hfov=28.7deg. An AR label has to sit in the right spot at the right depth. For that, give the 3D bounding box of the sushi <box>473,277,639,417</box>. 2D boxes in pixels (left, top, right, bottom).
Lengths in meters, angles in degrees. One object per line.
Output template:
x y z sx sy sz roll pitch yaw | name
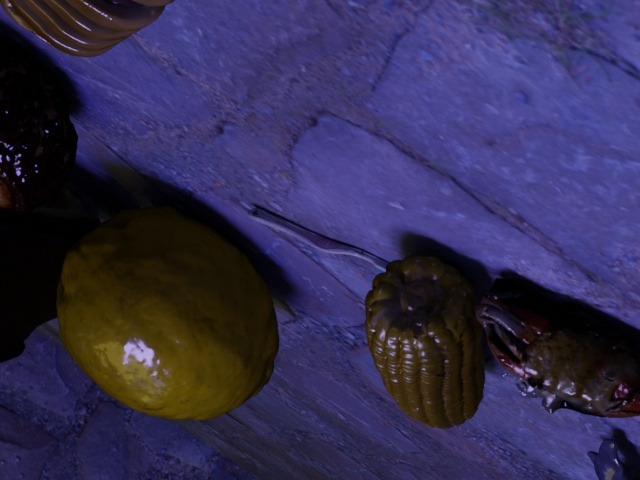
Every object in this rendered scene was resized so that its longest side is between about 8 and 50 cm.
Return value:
0.250 0.125 1.242 0.226 0.097 0.103 28 162 21 | sushi

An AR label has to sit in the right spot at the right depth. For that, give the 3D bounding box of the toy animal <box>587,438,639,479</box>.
0.427 0.371 1.621 0.367 0.081 0.206 38 150 -18 | toy animal

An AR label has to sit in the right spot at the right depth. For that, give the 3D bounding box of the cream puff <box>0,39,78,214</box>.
-0.394 -0.143 1.492 0.239 0.165 0.239 29 159 12 | cream puff

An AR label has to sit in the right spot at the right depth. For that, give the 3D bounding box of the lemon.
-0.198 0.106 1.666 0.316 0.285 0.285 58 158 -7 | lemon

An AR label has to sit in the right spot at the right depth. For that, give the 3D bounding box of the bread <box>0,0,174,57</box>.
-0.215 -0.225 1.112 0.134 0.081 0.225 39 162 -17 | bread

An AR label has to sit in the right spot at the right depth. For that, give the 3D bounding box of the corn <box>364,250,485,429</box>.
0.123 0.126 1.415 0.131 0.131 0.344 25 161 20 | corn

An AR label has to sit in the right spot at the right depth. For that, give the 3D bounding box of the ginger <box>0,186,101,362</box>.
-0.482 0.002 1.820 0.413 0.211 0.358 18 133 -41 | ginger

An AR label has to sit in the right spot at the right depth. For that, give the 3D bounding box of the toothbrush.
0.000 0.000 1.464 0.204 0.017 0.022 23 141 24 | toothbrush
